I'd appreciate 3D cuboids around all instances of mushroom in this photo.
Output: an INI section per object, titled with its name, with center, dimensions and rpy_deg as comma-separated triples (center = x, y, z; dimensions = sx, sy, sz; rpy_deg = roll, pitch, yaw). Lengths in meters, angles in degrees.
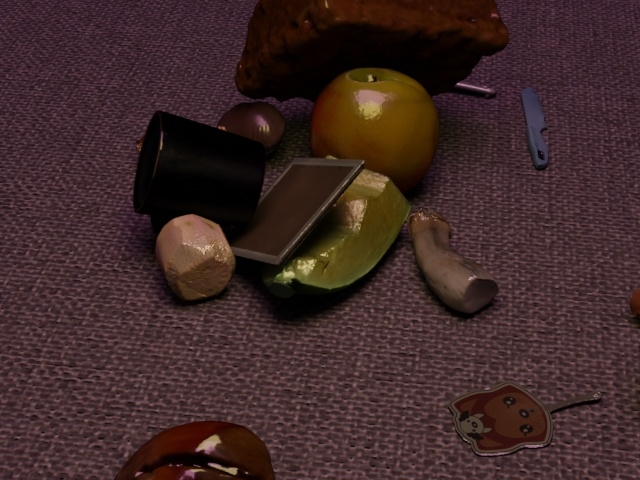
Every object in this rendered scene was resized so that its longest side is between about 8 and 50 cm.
[mushroom]
center = 0.194, 0.030, 2.024
dimensions = 0.092, 0.081, 0.223
rpy_deg = -28, 38, -7

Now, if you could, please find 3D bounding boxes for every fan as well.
[fan]
center = 0.289, 0.238, 1.784
dimensions = 0.220, 0.009, 0.132
rpy_deg = -12, 39, -14

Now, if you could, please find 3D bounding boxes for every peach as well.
[peach]
center = 0.092, -0.184, 2.214
dimensions = 0.231, 0.231, 0.231
rpy_deg = 0, 35, 0

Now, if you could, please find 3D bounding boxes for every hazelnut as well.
[hazelnut]
center = -0.161, 0.314, 1.536
dimensions = 0.181, 0.181, 0.212
rpy_deg = 19, 45, -8

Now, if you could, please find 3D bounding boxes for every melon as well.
[melon]
center = 0.000, 0.000, 2.033
dimensions = 0.196, 0.124, 0.323
rpy_deg = 15, 44, 20

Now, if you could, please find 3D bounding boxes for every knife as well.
[knife]
center = 0.405, -0.218, 2.431
dimensions = 0.044, 0.019, 0.313
rpy_deg = 7, 34, -2

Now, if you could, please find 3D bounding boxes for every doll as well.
[doll]
center = -0.143, -0.178, 2.326
dimensions = 0.188, 0.096, 0.145
rpy_deg = -44, 33, -14

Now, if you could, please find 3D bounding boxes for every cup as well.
[cup]
center = -0.204, -0.104, 2.085
dimensions = 0.177, 0.166, 0.239
rpy_deg = 11, -9, -19

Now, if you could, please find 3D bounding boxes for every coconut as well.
[coconut]
center = -0.196, 0.022, 2.008
dimensions = 0.116, 0.116, 0.122
rpy_deg = -13, 41, -17

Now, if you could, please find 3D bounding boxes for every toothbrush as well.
[toothbrush]
center = 0.161, -0.323, 2.576
dimensions = 0.386, 0.040, 0.040
rpy_deg = 13, 37, 13

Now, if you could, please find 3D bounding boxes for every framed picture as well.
[framed picture]
center = -0.050, -0.048, 2.017
dimensions = 0.217, 0.017, 0.274
rpy_deg = -48, 21, -11

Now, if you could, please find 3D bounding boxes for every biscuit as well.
[biscuit]
center = 0.085, -0.361, 2.292
dimensions = 0.395, 0.343, 0.166
rpy_deg = 4, 72, -31

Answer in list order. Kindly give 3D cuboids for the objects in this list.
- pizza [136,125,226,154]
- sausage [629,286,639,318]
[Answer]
[pizza]
center = -0.270, -0.154, 2.276
dimensions = 0.199, 0.062, 0.188
rpy_deg = 20, 59, 43
[sausage]
center = 0.595, 0.132, 1.876
dimensions = 0.304, 0.078, 0.078
rpy_deg = 19, 39, 27
